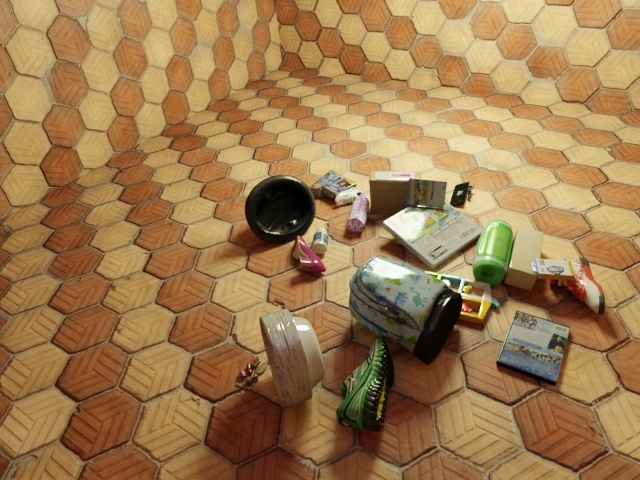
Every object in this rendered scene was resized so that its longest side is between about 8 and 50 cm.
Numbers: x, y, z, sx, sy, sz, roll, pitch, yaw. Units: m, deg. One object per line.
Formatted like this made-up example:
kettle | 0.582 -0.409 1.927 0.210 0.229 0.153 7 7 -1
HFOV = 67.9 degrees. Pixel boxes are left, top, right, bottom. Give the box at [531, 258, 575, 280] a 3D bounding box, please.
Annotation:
box | 0.835 0.104 1.714 0.136 0.028 0.081 2 40 14

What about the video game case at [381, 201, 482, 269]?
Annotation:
video game case | 0.483 -0.051 2.043 0.329 0.036 0.300 -30 57 -26

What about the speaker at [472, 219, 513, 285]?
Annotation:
speaker | 0.681 0.043 1.873 0.131 0.131 0.296 11 41 21

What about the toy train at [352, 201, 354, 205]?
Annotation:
toy train | 0.190 -0.170 2.294 0.083 0.024 0.017 12 42 23

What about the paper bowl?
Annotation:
paper bowl | -0.084 0.350 1.459 0.148 0.284 0.284 -15 39 -14

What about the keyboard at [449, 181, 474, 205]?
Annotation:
keyboard | 0.686 -0.218 2.291 0.100 0.038 0.192 -11 32 34

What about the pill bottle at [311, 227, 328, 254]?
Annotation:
pill bottle | 0.000 0.000 2.069 0.067 0.067 0.120 -1 38 7

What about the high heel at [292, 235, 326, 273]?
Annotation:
high heel | -0.048 0.058 2.017 0.117 0.082 0.244 15 20 -18

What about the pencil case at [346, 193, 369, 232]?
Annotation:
pencil case | 0.174 -0.123 2.186 0.086 0.088 0.206 1 37 14

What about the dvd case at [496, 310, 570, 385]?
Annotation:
dvd case | 0.704 0.346 1.567 0.180 0.022 0.253 16 43 27

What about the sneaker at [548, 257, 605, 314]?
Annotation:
sneaker | 0.913 0.165 1.718 0.145 0.090 0.270 -3 38 12

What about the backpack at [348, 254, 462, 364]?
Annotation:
backpack | 0.266 0.210 1.631 0.355 0.273 0.290 15 45 36

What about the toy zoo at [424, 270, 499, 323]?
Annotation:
toy zoo | 0.508 0.210 1.760 0.293 0.030 0.192 11 41 22

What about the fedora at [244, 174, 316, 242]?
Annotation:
fedora | -0.195 -0.143 2.171 0.334 0.334 0.152 -24 11 -21

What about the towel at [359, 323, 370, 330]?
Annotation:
towel | 0.204 0.268 1.735 0.113 0.023 0.152 1 39 11

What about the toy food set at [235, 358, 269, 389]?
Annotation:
toy food set | -0.230 0.436 1.585 0.078 0.019 0.122 12 41 22

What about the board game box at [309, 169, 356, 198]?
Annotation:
board game box | 0.048 -0.265 2.408 0.194 0.060 0.194 -31 44 -27

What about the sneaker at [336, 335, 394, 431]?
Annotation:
sneaker | 0.136 0.422 1.463 0.146 0.134 0.343 -7 27 25

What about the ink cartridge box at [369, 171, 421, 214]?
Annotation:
ink cartridge box | 0.346 -0.219 2.199 0.234 0.193 0.088 2 39 10

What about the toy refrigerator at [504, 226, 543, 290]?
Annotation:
toy refrigerator | 0.794 0.069 1.853 0.102 0.094 0.269 17 44 17

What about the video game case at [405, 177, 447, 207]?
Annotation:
video game case | 0.466 -0.209 2.090 0.166 0.119 0.015 6 10 1

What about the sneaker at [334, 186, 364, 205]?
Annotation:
sneaker | 0.144 -0.210 2.325 0.161 0.057 0.075 -29 38 -31
